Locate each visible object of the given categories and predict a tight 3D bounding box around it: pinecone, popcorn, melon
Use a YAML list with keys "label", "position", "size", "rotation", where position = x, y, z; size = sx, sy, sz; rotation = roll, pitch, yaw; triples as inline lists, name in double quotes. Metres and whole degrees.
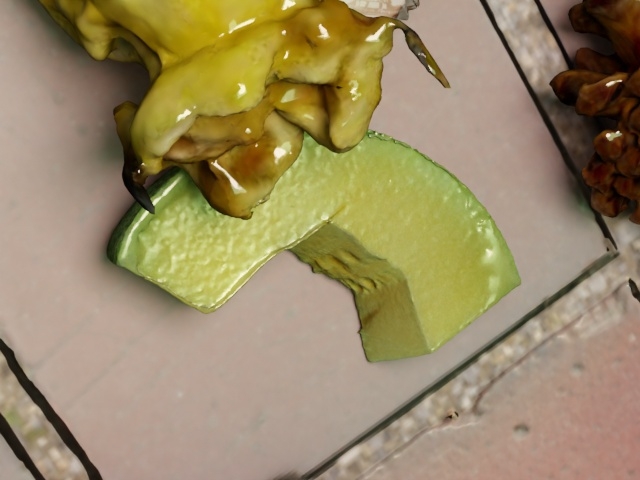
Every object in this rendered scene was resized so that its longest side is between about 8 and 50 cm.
- label: "pinecone"
  position: [0.213, -0.093, 0.977]
  size: [0.179, 0.150, 0.195]
  rotation: [10, 88, -4]
- label: "popcorn"
  position: [-0.056, -0.121, 0.834]
  size: [0.174, 0.168, 0.195]
  rotation: [-17, 61, -3]
- label: "melon"
  position: [0.000, 0.000, 0.950]
  size: [0.209, 0.064, 0.118]
  rotation: [25, 83, -24]

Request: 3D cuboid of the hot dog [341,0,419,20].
- label: "hot dog"
  position: [0.013, -0.193, 0.948]
  size: [0.099, 0.053, 0.192]
  rotation: [-2, 91, -23]
